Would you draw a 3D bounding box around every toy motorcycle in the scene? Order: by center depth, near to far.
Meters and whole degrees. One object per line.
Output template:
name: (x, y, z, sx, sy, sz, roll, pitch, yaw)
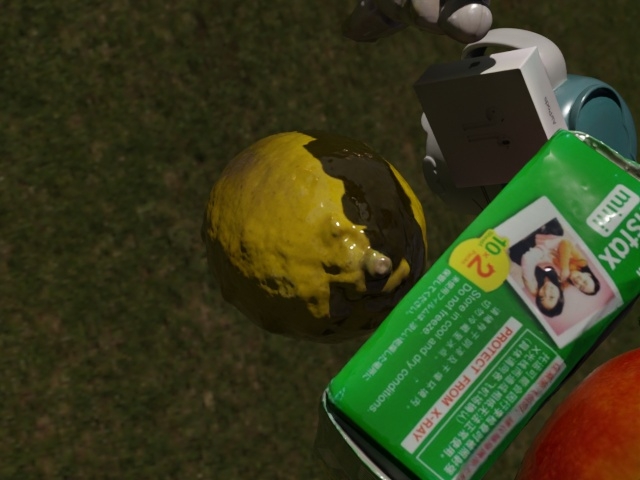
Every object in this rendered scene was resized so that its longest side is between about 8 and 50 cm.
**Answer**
toy motorcycle: (0.122, -0.291, 1.260, 0.108, 0.340, 0.223, 5, 77, -30)

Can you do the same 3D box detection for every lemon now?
lemon: (-0.002, -0.001, 1.551, 0.285, 0.316, 0.285, -33, 141, -32)

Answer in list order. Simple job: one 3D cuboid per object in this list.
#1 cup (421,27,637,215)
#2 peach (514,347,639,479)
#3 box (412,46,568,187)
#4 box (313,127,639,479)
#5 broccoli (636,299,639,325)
cup: (0.293, -0.159, 1.778, 0.219, 0.257, 0.290, -37, 120, -31)
peach: (0.330, 0.270, 1.151, 0.370, 0.370, 0.370, 37, 46, -50)
box: (0.182, -0.126, 1.309, 0.051, 0.129, 0.130, -51, 124, -40)
box: (0.106, 0.065, 0.779, 0.250, 0.103, 0.180, -48, 167, -15)
broccoli: (0.492, 0.116, 1.580, 0.269, 0.269, 0.254, 38, 30, -50)
